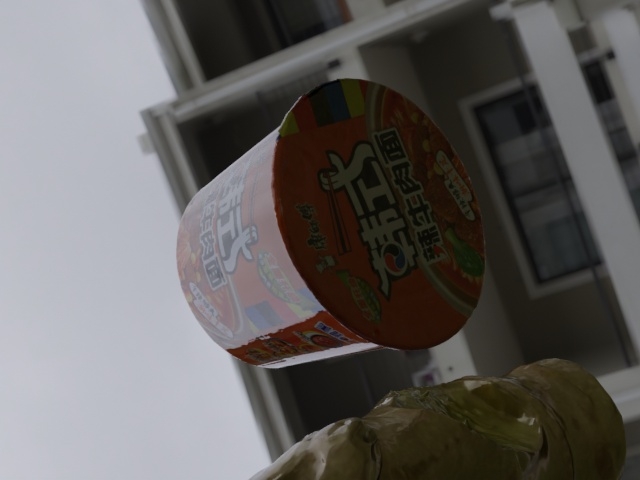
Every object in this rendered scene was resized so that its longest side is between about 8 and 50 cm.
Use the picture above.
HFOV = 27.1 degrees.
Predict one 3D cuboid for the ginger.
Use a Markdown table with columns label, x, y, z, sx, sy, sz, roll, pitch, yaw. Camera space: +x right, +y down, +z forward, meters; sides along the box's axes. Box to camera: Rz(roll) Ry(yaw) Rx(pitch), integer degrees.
| label | x | y | z | sx | sy | sz | roll | pitch | yaw |
| --- | --- | --- | --- | --- | --- | --- | --- | --- | --- |
| ginger | 0.025 | 0.102 | 0.455 | 0.086 | 0.131 | 0.294 | 49 | -160 | 20 |

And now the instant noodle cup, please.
| label | x | y | z | sx | sy | sz | roll | pitch | yaw |
| --- | --- | --- | --- | --- | --- | --- | --- | --- | --- |
| instant noodle cup | 0.000 | 0.000 | 1.218 | 0.250 | 0.192 | 0.250 | 16 | -116 | -36 |
